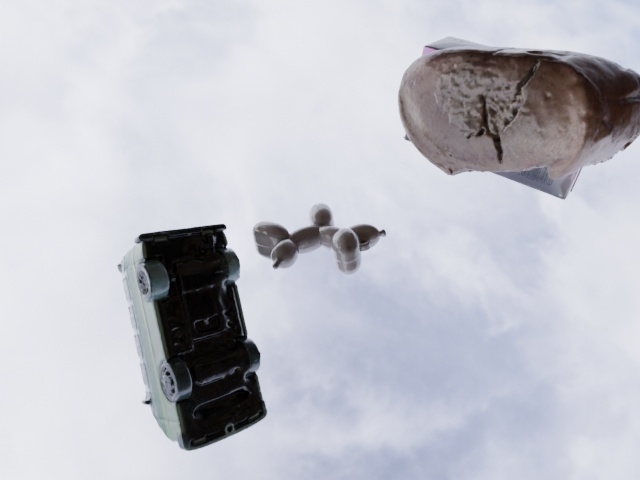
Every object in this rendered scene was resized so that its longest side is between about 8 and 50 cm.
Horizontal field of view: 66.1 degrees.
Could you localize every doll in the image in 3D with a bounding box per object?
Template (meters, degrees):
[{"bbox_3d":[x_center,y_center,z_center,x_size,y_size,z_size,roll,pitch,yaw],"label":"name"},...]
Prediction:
[{"bbox_3d":[0.000,0.000,0.668,0.160,0.059,0.160,-18,-153,-19],"label":"doll"}]

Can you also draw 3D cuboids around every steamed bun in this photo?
[{"bbox_3d":[0.167,-0.106,0.415,0.144,0.107,0.175,-14,-155,-39],"label":"steamed bun"}]

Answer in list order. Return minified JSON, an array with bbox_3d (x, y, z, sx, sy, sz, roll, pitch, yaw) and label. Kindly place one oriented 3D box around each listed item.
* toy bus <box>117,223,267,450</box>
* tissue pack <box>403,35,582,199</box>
[{"bbox_3d":[-0.186,0.129,0.687,0.133,0.164,0.276,-9,-95,-40],"label":"toy bus"},{"bbox_3d":[0.256,-0.179,0.684,0.246,0.149,0.092,28,-138,24],"label":"tissue pack"}]
